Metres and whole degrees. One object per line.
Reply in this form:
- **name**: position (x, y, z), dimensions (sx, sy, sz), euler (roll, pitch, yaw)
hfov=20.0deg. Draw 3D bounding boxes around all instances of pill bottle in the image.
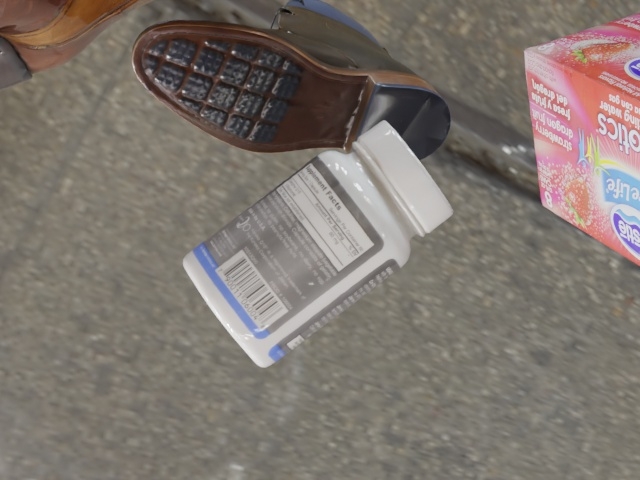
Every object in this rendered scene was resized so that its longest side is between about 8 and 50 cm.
- **pill bottle**: position (0.000, 0.000, 0.997), dimensions (0.137, 0.078, 0.078), euler (-37, 62, 0)

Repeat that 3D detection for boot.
- **boot**: position (-0.090, -0.185, 1.011), dimensions (0.280, 0.264, 0.096), euler (-26, 74, -11)
- **boot**: position (-0.029, -0.112, 1.182), dimensions (0.082, 0.219, 0.106), euler (-63, 29, 23)

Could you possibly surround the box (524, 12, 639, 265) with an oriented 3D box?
- **box**: position (0.247, -0.051, 1.125), dimensions (0.257, 0.128, 0.122), euler (38, 142, 58)
